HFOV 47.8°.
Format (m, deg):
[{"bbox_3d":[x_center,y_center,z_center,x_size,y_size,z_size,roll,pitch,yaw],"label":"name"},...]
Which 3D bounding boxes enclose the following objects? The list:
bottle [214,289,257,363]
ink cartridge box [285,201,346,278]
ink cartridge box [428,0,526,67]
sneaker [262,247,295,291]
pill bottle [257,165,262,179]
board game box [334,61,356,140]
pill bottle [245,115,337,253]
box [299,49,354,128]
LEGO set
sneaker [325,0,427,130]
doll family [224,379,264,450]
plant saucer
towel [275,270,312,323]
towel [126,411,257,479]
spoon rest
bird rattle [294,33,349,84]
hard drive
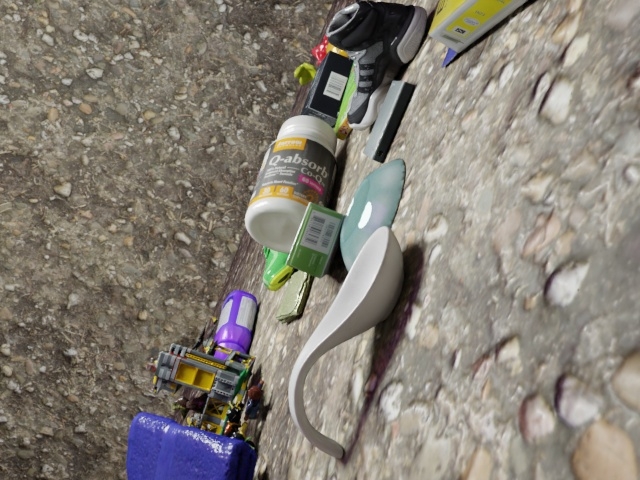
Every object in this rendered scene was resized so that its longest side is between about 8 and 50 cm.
[{"bbox_3d":[-0.229,0.254,1.892,0.283,0.092,0.118,-85,18,-56],"label":"bottle"},{"bbox_3d":[0.000,0.000,1.231,0.209,0.062,0.109,4,-73,-86],"label":"ink cartridge box"},{"bbox_3d":[0.226,-0.397,0.885,0.307,0.072,0.303,173,117,-76],"label":"ink cartridge box"},{"bbox_3d":[-0.101,-0.002,1.646,0.295,0.123,0.109,-81,16,-47],"label":"sneaker"},{"bbox_3d":[-0.101,-0.197,2.030,0.221,0.124,0.124,138,151,-70],"label":"pill bottle"},{"bbox_3d":[0.087,-0.360,1.623,0.124,0.039,0.259,129,157,-58],"label":"board game box"},{"bbox_3d":[-0.051,-0.123,1.521,0.162,0.162,0.278,124,164,-51],"label":"pill bottle"},{"bbox_3d":[0.023,-0.376,1.830,0.158,0.093,0.156,179,111,-80],"label":"box"},{"bbox_3d":[-0.267,0.320,1.503,0.331,0.192,0.255,-60,-12,-78],"label":"LEGO set"},{"bbox_3d":[0.071,-0.325,1.297,0.101,0.153,0.268,-79,14,-45],"label":"sneaker"},{"bbox_3d":[-0.148,0.346,1.329,0.111,0.076,0.193,91,-174,-57],"label":"doll family"},{"bbox_3d":[0.068,-0.038,1.081,0.195,0.037,0.195,-160,90,-79],"label":"plant saucer"},{"bbox_3d":[-0.050,0.106,1.435,0.148,0.027,0.110,139,151,-70],"label":"towel"},{"bbox_3d":[-0.234,0.431,1.241,0.308,0.076,0.227,-1,78,45],"label":"towel"},{"bbox_3d":[0.028,0.110,0.859,0.137,0.084,0.276,161,129,-77],"label":"spoon rest"},{"bbox_3d":[0.050,-0.508,2.009,0.207,0.143,0.253,-39,17,49],"label":"bird rattle"},{"bbox_3d":[0.112,-0.200,1.207,0.094,0.022,0.135,-113,45,-76],"label":"hard drive"}]
